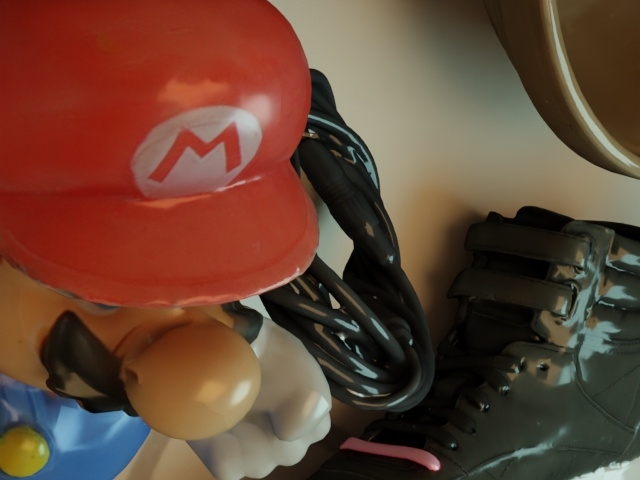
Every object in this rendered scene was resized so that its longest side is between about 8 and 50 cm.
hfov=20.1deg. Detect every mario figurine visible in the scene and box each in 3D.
[{"bbox_3d":[-0.079,0.054,0.553,0.320,0.170,0.198,-61,-176,47],"label":"mario figurine"}]

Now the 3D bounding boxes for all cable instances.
[{"bbox_3d":[0.000,0.000,0.730,0.047,0.184,0.150,-25,141,11],"label":"cable"}]

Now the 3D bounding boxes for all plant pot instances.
[{"bbox_3d":[0.146,-0.150,0.841,0.237,0.109,0.237,-13,110,-39],"label":"plant pot"}]

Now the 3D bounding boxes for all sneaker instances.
[{"bbox_3d":[0.067,0.064,0.835,0.295,0.104,0.147,-16,110,-45],"label":"sneaker"}]
